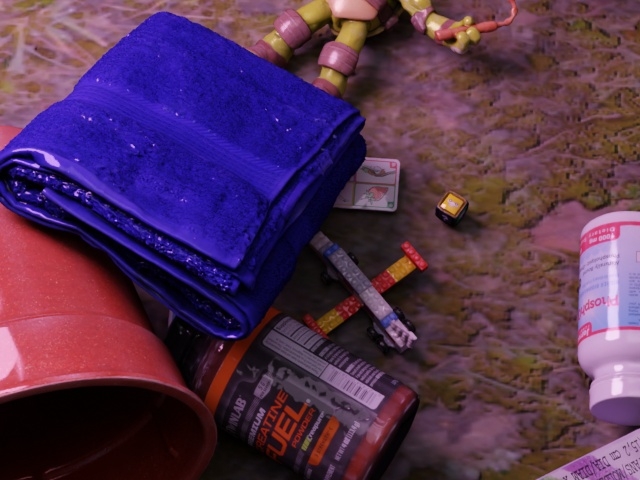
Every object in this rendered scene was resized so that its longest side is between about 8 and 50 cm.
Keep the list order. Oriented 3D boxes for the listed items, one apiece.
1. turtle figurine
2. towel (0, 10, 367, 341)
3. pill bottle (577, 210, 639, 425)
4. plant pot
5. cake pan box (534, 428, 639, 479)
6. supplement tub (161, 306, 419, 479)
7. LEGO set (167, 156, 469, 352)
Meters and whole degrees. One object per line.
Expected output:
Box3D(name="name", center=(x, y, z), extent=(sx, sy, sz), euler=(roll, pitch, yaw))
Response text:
Box3D(name="turtle figurine", center=(0.018, -0.218, 1.616), extent=(0.269, 0.087, 0.217), euler=(39, 78, 8))
Box3D(name="towel", center=(-0.094, -0.069, 1.422), extent=(0.228, 0.076, 0.308), euler=(33, 33, 1))
Box3D(name="pill bottle", center=(0.252, 0.063, 1.482), extent=(0.087, 0.087, 0.160), euler=(4, 64, 2))
Box3D(name="plant pot", center=(-0.247, 0.074, 1.397), extent=(0.272, 0.272, 0.265), euler=(-17, 58, -8))
Box3D(name="cake pan box", center=(0.197, 0.302, 1.381), extent=(0.267, 0.070, 0.246), euler=(-24, 69, -11))
Box3D(name="supplement tub", center=(-0.029, 0.117, 1.443), extent=(0.198, 0.106, 0.106), euler=(29, 68, 11))
Box3D(name="LEGO set", center=(0.000, 0.000, 1.531), extent=(0.244, 0.060, 0.182), euler=(4, 68, 2))
